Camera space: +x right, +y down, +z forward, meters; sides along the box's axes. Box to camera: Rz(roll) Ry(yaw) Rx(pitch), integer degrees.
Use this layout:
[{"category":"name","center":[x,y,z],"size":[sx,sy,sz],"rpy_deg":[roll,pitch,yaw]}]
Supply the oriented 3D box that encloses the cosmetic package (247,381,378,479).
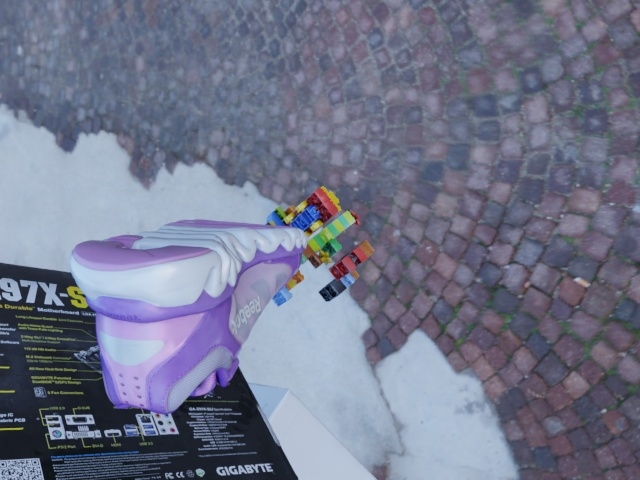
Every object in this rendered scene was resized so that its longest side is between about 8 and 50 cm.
[{"category":"cosmetic package","center":[-0.021,0.366,0.841],"size":[0.155,0.197,0.365],"rpy_deg":[-7,129,53]}]

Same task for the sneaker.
[{"category":"sneaker","center":[-0.075,0.042,0.441],"size":[0.095,0.236,0.105],"rpy_deg":[2,98,15]}]

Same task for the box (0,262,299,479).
[{"category":"box","center":[-0.200,0.130,0.539],"size":[0.079,0.322,0.257],"rpy_deg":[-57,47,20]}]

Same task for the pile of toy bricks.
[{"category":"pile of toy bricks","center":[0.000,0.000,0.776],"size":[0.118,0.105,0.212],"rpy_deg":[52,148,0]}]
